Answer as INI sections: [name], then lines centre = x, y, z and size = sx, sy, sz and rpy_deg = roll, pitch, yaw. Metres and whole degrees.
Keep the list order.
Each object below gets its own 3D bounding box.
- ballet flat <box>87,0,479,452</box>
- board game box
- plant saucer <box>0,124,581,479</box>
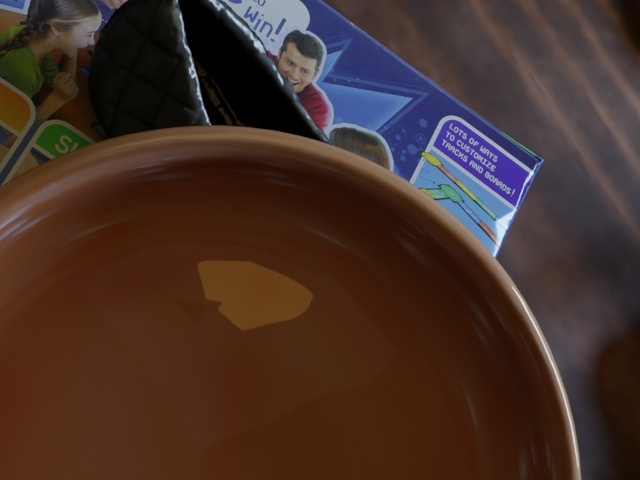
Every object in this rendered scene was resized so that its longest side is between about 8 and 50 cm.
[ballet flat]
centre = 0.000, 0.000, 0.552
size = 0.173, 0.049, 0.057
rpy_deg = 45, 58, -5
[board game box]
centre = -0.041, -0.026, 0.593
size = 0.201, 0.035, 0.136
rpy_deg = 35, 58, -11
[plant saucer]
centre = -0.031, 0.070, 0.517
size = 0.200, 0.037, 0.200
rpy_deg = 0, 93, -10
